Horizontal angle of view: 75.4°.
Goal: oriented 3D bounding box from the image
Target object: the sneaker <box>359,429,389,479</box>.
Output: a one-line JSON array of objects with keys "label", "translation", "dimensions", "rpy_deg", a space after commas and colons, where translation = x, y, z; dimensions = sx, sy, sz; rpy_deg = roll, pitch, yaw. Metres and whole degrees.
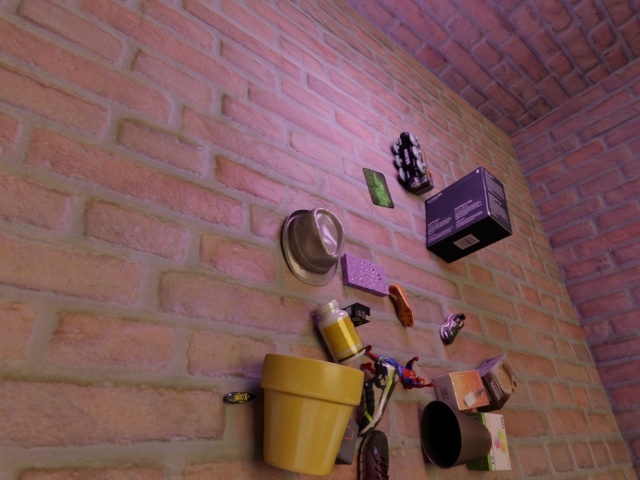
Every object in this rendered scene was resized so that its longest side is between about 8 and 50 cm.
[{"label": "sneaker", "translation": [0.182, 0.652, 1.115], "dimensions": [0.106, 0.162, 0.282], "rpy_deg": [39, 44, -20]}]

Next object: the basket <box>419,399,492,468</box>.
[{"label": "basket", "translation": [0.467, 0.666, 1.403], "dimensions": [0.226, 0.154, 0.205], "rpy_deg": [28, 44, -35]}]

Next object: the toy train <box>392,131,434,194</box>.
[{"label": "toy train", "translation": [0.467, -0.387, 2.077], "dimensions": [0.190, 0.142, 0.334], "rpy_deg": [30, 45, -45]}]

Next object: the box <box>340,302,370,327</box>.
[{"label": "box", "translation": [0.114, 0.247, 1.361], "dimensions": [0.062, 0.083, 0.052], "rpy_deg": [27, 50, -31]}]

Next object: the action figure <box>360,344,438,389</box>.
[{"label": "action figure", "translation": [0.279, 0.426, 1.379], "dimensions": [0.280, 0.139, 0.092], "rpy_deg": [32, 48, -30]}]

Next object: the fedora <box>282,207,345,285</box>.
[{"label": "fedora", "translation": [0.000, 0.000, 1.373], "dimensions": [0.243, 0.124, 0.276], "rpy_deg": [21, 53, -34]}]

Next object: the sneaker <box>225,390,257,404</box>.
[{"label": "sneaker", "translation": [-0.192, 0.382, 1.013], "dimensions": [0.083, 0.035, 0.031], "rpy_deg": [13, 56, -39]}]

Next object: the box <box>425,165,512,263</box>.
[{"label": "box", "translation": [0.681, -0.115, 1.946], "dimensions": [0.178, 0.343, 0.313], "rpy_deg": [31, 48, -25]}]

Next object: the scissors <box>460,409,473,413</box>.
[{"label": "scissors", "translation": [0.582, 0.709, 1.587], "dimensions": [0.108, 0.021, 0.297], "rpy_deg": [3, 66, -44]}]

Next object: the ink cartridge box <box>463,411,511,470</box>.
[{"label": "ink cartridge box", "translation": [0.655, 0.750, 1.545], "dimensions": [0.255, 0.097, 0.189], "rpy_deg": [18, 60, -30]}]

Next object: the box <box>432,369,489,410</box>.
[{"label": "box", "translation": [0.522, 0.561, 1.542], "dimensions": [0.170, 0.091, 0.130], "rpy_deg": [5, 60, -32]}]

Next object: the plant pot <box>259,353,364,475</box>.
[{"label": "plant pot", "translation": [-0.034, 0.419, 1.008], "dimensions": [0.253, 0.254, 0.239], "rpy_deg": [23, 67, -33]}]

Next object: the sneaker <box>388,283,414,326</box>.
[{"label": "sneaker", "translation": [0.320, 0.245, 1.585], "dimensions": [0.067, 0.064, 0.175], "rpy_deg": [-2, 69, -56]}]

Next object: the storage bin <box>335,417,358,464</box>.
[{"label": "storage bin", "translation": [0.056, 0.536, 1.125], "dimensions": [0.091, 0.098, 0.135], "rpy_deg": [46, 41, -28]}]

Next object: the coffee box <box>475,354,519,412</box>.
[{"label": "coffee box", "translation": [0.719, 0.595, 1.728], "dimensions": [0.246, 0.098, 0.141], "rpy_deg": [-13, 75, -48]}]

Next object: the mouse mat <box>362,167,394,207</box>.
[{"label": "mouse mat", "translation": [0.263, -0.237, 1.870], "dimensions": [0.152, 0.007, 0.190], "rpy_deg": [6, 63, -43]}]

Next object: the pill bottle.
[{"label": "pill bottle", "translation": [0.055, 0.279, 1.269], "dimensions": [0.103, 0.103, 0.184], "rpy_deg": [-18, 80, -48]}]

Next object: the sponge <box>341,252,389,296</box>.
[{"label": "sponge", "translation": [0.166, 0.129, 1.526], "dimensions": [0.210, 0.031, 0.117], "rpy_deg": [21, 52, -35]}]

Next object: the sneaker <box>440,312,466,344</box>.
[{"label": "sneaker", "translation": [0.562, 0.359, 1.737], "dimensions": [0.072, 0.077, 0.178], "rpy_deg": [48, 42, -9]}]

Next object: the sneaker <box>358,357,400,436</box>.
[{"label": "sneaker", "translation": [0.155, 0.471, 1.258], "dimensions": [0.097, 0.084, 0.235], "rpy_deg": [28, 64, 9]}]
